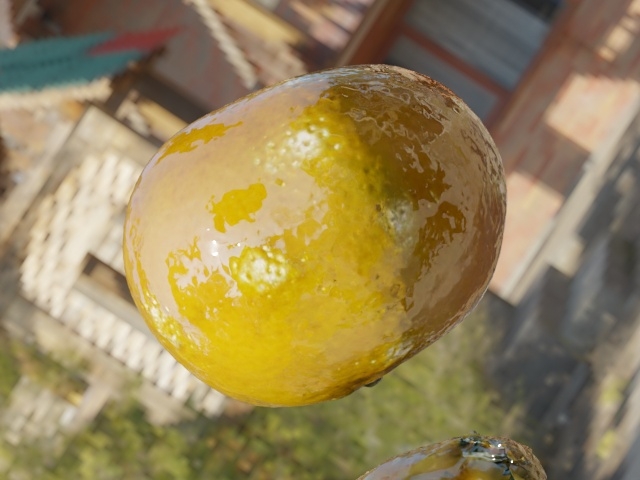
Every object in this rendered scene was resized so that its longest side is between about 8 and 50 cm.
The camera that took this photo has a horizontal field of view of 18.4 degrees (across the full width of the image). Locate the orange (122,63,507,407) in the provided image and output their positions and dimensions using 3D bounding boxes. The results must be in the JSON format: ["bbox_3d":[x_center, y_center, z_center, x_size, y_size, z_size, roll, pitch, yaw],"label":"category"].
[{"bbox_3d":[0.000,0.000,0.779,0.156,0.124,0.156,-18,-7,-2],"label":"orange"}]

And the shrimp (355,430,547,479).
[{"bbox_3d":[-0.011,0.167,0.857,0.262,0.066,0.117,-40,19,25],"label":"shrimp"}]
